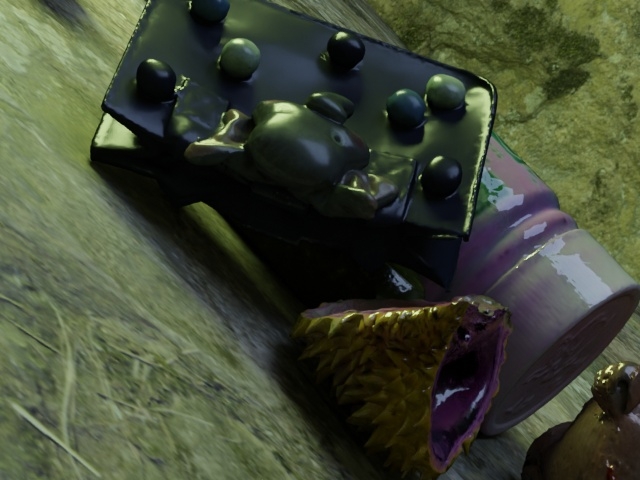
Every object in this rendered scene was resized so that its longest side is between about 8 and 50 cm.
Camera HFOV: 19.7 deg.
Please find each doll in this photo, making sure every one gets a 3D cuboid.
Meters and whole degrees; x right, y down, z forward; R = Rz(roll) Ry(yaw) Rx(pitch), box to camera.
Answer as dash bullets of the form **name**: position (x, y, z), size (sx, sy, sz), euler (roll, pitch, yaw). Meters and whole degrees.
- **doll**: position (0.275, 0.220, 1.705), size (0.156, 0.201, 0.303), euler (8, -8, 21)

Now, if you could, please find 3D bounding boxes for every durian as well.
- **durian**: position (0.060, 0.094, 1.457), size (0.186, 0.154, 0.260), euler (25, 5, 28)

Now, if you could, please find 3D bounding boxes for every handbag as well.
- **handbag**: position (-0.016, -0.094, 1.555), size (0.326, 0.118, 0.269), euler (18, 39, -4)

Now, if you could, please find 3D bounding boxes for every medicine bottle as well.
- **medicine bottle**: position (0.124, 0.002, 1.769), size (0.325, 0.212, 0.212), euler (48, 13, 18)

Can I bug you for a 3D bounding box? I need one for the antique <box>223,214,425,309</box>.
- **antique**: position (0.000, 0.000, 1.670), size (0.221, 0.081, 0.080), euler (47, 18, 20)
